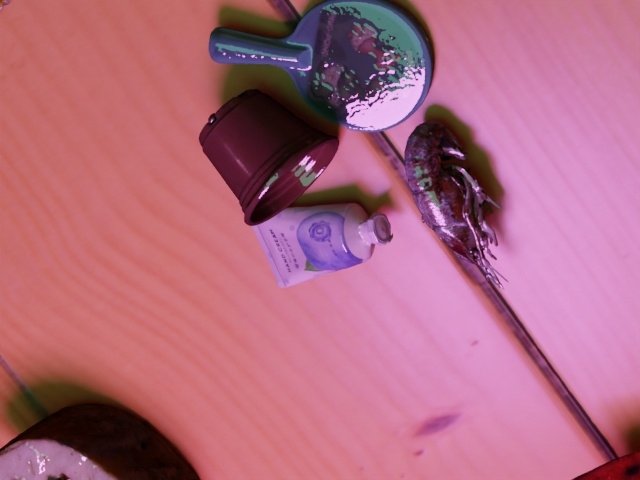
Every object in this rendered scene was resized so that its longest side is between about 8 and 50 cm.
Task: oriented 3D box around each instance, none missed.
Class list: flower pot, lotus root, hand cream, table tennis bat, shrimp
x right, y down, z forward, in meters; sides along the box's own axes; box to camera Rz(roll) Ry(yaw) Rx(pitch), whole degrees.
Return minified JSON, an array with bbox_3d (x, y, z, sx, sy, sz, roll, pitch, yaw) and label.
[{"bbox_3d":[-0.053,-0.082,1.509,0.089,0.111,0.111,47,121,11],"label":"flower pot"},{"bbox_3d":[-0.211,0.257,1.709,0.235,0.119,0.138,38,121,1],"label":"lotus root"},{"bbox_3d":[0.000,0.000,1.556,0.142,0.053,0.084,-11,112,34],"label":"hand cream"},{"bbox_3d":[0.000,-0.159,1.487,0.201,0.033,0.124,8,115,10],"label":"table tennis bat"},{"bbox_3d":[0.122,-0.027,1.492,0.057,0.065,0.165,-4,123,56],"label":"shrimp"}]

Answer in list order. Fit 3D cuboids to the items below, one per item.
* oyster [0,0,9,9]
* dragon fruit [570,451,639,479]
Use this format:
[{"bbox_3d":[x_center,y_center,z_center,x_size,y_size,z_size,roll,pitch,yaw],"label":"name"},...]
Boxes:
[{"bbox_3d":[-0.349,-0.235,1.571,0.146,0.045,0.121,-1,100,19],"label":"oyster"},{"bbox_3d":[0.418,0.304,1.447,0.330,0.240,0.302,-25,123,35],"label":"dragon fruit"}]
